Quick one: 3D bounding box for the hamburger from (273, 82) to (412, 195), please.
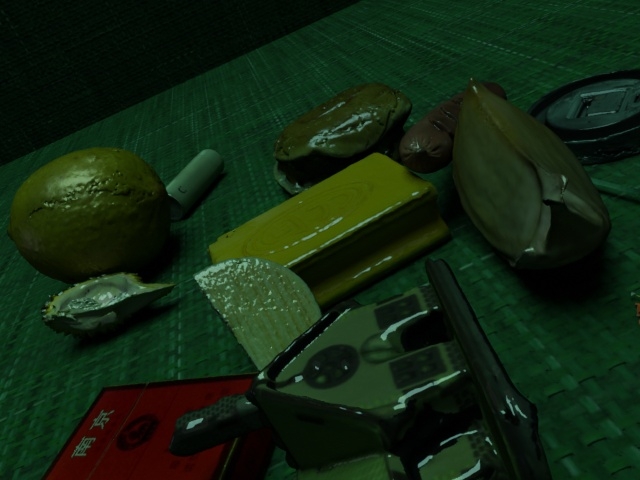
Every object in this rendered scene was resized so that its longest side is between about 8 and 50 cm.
[{"bbox_3d":[0.034,-0.203,1.154,0.285,0.134,0.265,-28,30,-11],"label":"hamburger"}]

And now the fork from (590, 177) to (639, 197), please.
[{"bbox_3d":[0.353,-0.082,0.824,0.039,0.021,0.235,-35,31,-11],"label":"fork"}]

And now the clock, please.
[{"bbox_3d":[0.430,-0.192,0.920,0.226,0.049,0.226,-18,30,11],"label":"clock"}]

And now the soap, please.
[{"bbox_3d":[-0.001,0.000,0.876,0.324,0.096,0.204,-29,29,-8],"label":"soap"}]

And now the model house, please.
[{"bbox_3d":[0.012,0.176,0.453,0.278,0.205,0.218,-20,27,4],"label":"model house"}]

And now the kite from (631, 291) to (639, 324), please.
[{"bbox_3d":[0.344,0.113,0.512,0.125,0.008,0.222,-8,32,27],"label":"kite"}]

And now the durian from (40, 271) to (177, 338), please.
[{"bbox_3d":[-0.338,0.109,0.986,0.224,0.078,0.140,-8,19,8],"label":"durian"}]

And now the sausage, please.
[{"bbox_3d":[0.218,-0.186,0.955,0.088,0.088,0.433,-5,19,33],"label":"sausage"}]

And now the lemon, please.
[{"bbox_3d":[-0.427,-0.044,1.114,0.310,0.258,0.258,-15,29,3],"label":"lemon"}]

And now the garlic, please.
[{"bbox_3d":[0.233,-0.051,0.691,0.151,0.196,0.338,-32,27,20],"label":"garlic"}]

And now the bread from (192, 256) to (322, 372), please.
[{"bbox_3d":[-0.059,0.090,0.733,0.112,0.036,0.193,-34,73,-16],"label":"bread"}]

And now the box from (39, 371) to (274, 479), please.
[{"bbox_3d":[-0.171,0.228,0.653,0.240,0.074,0.153,-11,35,24],"label":"box"}]

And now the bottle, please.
[{"bbox_3d":[-0.289,-0.128,1.341,0.072,0.072,0.201,-8,33,28],"label":"bottle"}]
